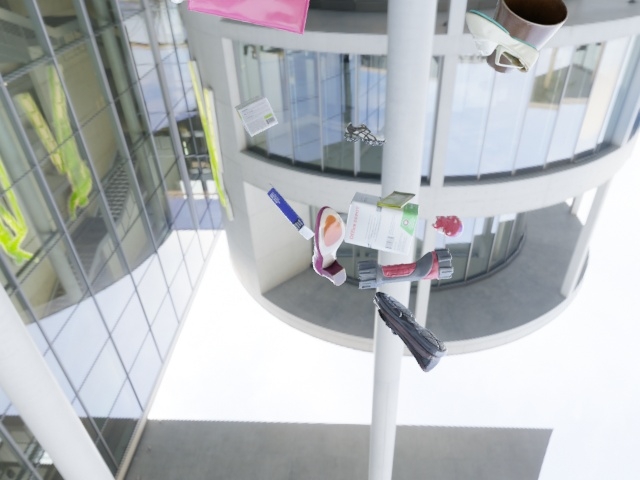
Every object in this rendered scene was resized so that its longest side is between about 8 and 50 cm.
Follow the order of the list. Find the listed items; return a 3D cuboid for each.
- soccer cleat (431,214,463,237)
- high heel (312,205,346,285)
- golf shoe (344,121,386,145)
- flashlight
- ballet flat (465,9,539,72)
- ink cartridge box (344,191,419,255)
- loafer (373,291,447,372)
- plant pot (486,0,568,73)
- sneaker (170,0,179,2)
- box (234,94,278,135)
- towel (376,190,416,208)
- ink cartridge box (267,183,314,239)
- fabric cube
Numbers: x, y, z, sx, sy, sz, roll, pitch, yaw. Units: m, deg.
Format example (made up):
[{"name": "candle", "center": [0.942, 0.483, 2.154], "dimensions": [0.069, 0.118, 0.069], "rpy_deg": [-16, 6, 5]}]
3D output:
[{"name": "soccer cleat", "center": [0.494, -0.047, 1.761], "dimensions": [0.095, 0.083, 0.248], "rpy_deg": [25, -176, -7]}, {"name": "high heel", "center": [0.000, 0.000, 1.767], "dimensions": [0.127, 0.377, 0.181], "rpy_deg": [-28, -135, -24]}, {"name": "golf shoe", "center": [0.211, -0.494, 2.171], "dimensions": [0.198, 0.093, 0.077], "rpy_deg": [12, 178, 1]}, {"name": "flashlight", "center": [0.276, 0.089, 1.560], "dimensions": [0.304, 0.103, 0.103], "rpy_deg": [-5, -118, 3]}, {"name": "ballet flat", "center": [0.461, -0.503, 1.216], "dimensions": [0.249, 0.086, 0.086], "rpy_deg": [16, -151, -23]}, {"name": "ink cartridge box", "center": [0.266, -0.076, 2.065], "dimensions": [0.289, 0.211, 0.121], "rpy_deg": [13, -150, 7]}, {"name": "loafer", "center": [0.247, 0.270, 1.421], "dimensions": [0.109, 0.095, 0.302], "rpy_deg": [13, -159, -40]}, {"name": "plant pot", "center": [0.645, -0.675, 1.550], "dimensions": [0.216, 0.230, 0.215], "rpy_deg": [4, -120, -7]}, {"name": "sneaker", "center": [-0.444, -0.873, 1.643], "dimensions": [0.090, 0.145, 0.270], "rpy_deg": [-52, -165, -25]}, {"name": "box", "center": [-0.245, -0.472, 1.768], "dimensions": [0.114, 0.103, 0.203], "rpy_deg": [-27, -157, -3]}, {"name": "towel", "center": [0.311, -0.168, 1.912], "dimensions": [0.102, 0.021, 0.237], "rpy_deg": [8, -161, 23]}, {"name": "ink cartridge box", "center": [-0.129, -0.115, 1.947], "dimensions": [0.045, 0.224, 0.223], "rpy_deg": [-41, -108, -1]}, {"name": "fabric cube", "center": [-0.145, -0.646, 1.080], "dimensions": [0.258, 0.254, 0.259], "rpy_deg": [8, -150, -9]}]
